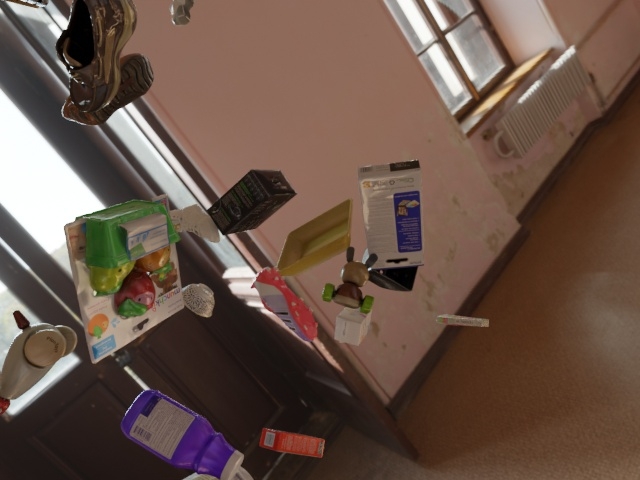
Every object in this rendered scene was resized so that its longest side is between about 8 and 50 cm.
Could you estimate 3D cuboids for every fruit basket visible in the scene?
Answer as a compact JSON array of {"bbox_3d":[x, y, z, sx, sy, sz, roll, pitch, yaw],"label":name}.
[{"bbox_3d":[-0.470,0.083,1.127,0.166,0.352,0.327,1,17,26],"label":"fruit basket"}]

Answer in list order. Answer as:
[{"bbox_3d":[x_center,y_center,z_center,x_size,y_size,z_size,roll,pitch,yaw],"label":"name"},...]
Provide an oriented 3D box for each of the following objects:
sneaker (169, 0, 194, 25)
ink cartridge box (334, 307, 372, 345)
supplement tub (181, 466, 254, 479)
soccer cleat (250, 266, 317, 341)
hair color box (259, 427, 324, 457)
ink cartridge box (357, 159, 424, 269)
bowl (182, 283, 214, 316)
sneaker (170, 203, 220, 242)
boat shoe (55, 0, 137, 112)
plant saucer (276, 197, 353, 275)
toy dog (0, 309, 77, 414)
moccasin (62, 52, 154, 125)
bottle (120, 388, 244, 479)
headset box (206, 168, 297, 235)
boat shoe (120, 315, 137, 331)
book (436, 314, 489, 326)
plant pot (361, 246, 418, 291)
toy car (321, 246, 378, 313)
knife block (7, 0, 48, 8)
[{"bbox_3d":[-0.427,-0.694,1.334,0.061,0.053,0.152,-11,53,18],"label":"sneaker"},{"bbox_3d":[0.111,0.294,1.525,0.090,0.092,0.143,12,20,20],"label":"ink cartridge box"},{"bbox_3d":[-0.327,0.732,1.114,0.235,0.235,0.325,-27,-15,32],"label":"supplement tub"},{"bbox_3d":[-0.099,0.178,1.179,0.095,0.248,0.083,-49,-24,23],"label":"soccer cleat"},{"bbox_3d":[-0.066,0.482,1.049,0.072,0.141,0.043,-14,56,46],"label":"hair color box"},{"bbox_3d":[0.220,-0.064,1.338,0.176,0.370,0.069,-6,38,9],"label":"ink cartridge box"},{"bbox_3d":[-0.497,0.232,1.826,0.080,0.170,0.170,-50,13,5],"label":"bowl"},{"bbox_3d":[-0.537,-0.053,1.812,0.169,0.108,0.292,-18,34,-31],"label":"sneaker"},{"bbox_3d":[-0.551,-0.442,1.032,0.355,0.132,0.130,-47,-4,42],"label":"boat shoe"},{"bbox_3d":[0.000,0.000,1.727,0.333,0.081,0.333,-29,21,20],"label":"plant saucer"},{"bbox_3d":[-0.741,0.297,1.023,0.220,0.161,0.333,-36,12,47],"label":"toy dog"},{"bbox_3d":[-0.664,-0.485,1.401,0.147,0.139,0.380,5,50,17],"label":"moccasin"},{"bbox_3d":[-0.313,0.454,1.013,0.118,0.283,0.092,-61,-14,-25],"label":"bottle"},{"bbox_3d":[-0.262,-0.161,1.763,0.283,0.131,0.246,-37,-7,24],"label":"headset box"},{"bbox_3d":[-0.852,0.287,1.806,0.105,0.306,0.113,-13,48,-10],"label":"boat shoe"},{"bbox_3d":[0.458,0.262,1.423,0.144,0.035,0.096,0,-8,32],"label":"book"},{"bbox_3d":[0.256,0.092,1.720,0.167,0.187,0.188,-29,36,57],"label":"plant pot"},{"bbox_3d":[0.105,0.118,1.391,0.149,0.155,0.188,84,-156,-78],"label":"toy car"},{"bbox_3d":[-0.710,-0.605,1.044,0.275,0.242,0.088,-81,6,-70],"label":"knife block"}]
